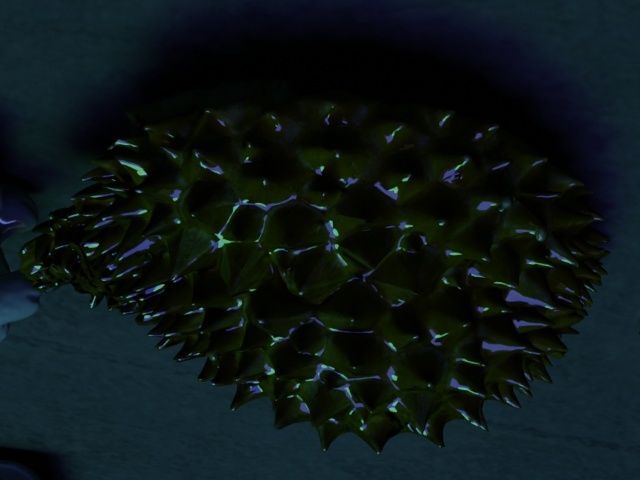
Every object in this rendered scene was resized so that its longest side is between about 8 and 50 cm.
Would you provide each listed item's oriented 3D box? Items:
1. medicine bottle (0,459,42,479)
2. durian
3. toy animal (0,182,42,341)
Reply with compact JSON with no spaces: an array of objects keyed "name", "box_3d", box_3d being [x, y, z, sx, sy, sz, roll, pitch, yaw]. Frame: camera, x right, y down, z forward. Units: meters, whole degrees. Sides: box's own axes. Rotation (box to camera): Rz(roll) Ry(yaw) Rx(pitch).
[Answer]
[{"name":"medicine bottle","box_3d":[-0.222,0.240,1.184,0.119,0.094,0.188,3,143,6]},{"name":"durian","box_3d":[0.000,0.000,0.792,0.306,0.166,0.172,1,110,-1]},{"name":"toy animal","box_3d":[-0.221,-0.027,0.820,0.130,0.104,0.221,2,143,14]}]
